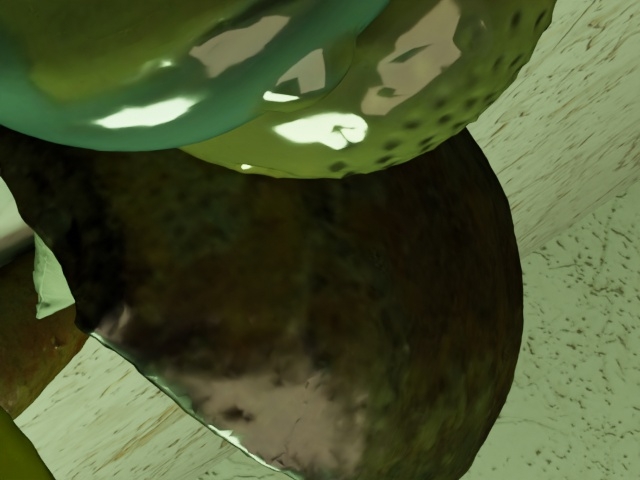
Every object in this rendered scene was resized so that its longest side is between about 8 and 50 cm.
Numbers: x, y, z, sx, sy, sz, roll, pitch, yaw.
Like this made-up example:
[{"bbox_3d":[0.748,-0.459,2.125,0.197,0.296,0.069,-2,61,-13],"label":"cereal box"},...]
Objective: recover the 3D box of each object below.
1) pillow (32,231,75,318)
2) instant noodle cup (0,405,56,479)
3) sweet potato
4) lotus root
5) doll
[{"bbox_3d":[-0.045,-0.054,0.945,0.254,0.078,0.144,-31,158,-24],"label":"pillow"},{"bbox_3d":[-0.280,0.201,0.768,0.325,0.326,0.254,-27,176,-43],"label":"instant noodle cup"},{"bbox_3d":[-0.234,0.094,1.031,0.346,0.079,0.108,-31,-178,-7],"label":"sweet potato"},{"bbox_3d":[0.002,-0.005,0.823,0.142,0.210,0.314,-45,155,11],"label":"lotus root"},{"bbox_3d":[-0.016,-0.103,0.585,0.177,0.161,0.260,-40,167,15],"label":"doll"}]
